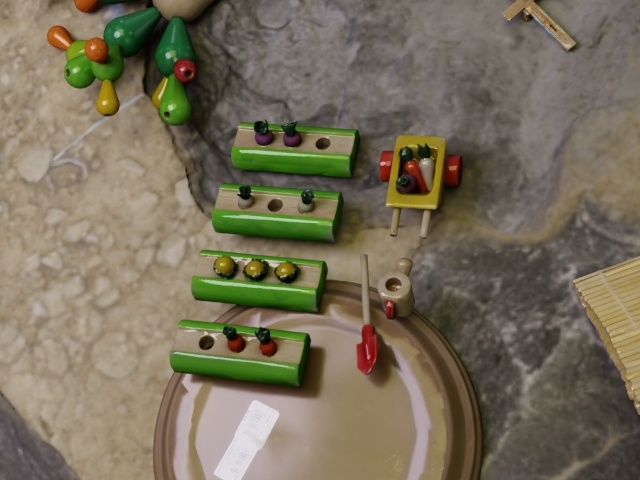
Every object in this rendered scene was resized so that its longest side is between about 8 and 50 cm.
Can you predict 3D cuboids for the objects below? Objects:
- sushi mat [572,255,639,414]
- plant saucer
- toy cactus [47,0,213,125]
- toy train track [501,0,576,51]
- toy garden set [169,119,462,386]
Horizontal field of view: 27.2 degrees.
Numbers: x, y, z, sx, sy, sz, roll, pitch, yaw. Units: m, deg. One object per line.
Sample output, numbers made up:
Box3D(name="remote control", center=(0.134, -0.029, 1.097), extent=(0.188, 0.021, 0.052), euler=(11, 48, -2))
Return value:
Box3D(name="sushi mat", center=(0.366, 0.027, 1.011), extent=(0.316, 0.019, 0.151), euler=(-21, 40, 5))
Box3D(name="plant saucer", center=(-0.008, 0.162, 1.073), extent=(0.278, 0.041, 0.278), euler=(-4, 72, 12))
Box3D(name="toy cactus", center=(-0.165, -0.208, 1.204), extent=(0.180, 0.112, 0.219), euler=(-38, 60, -12))
Box3D(name="toy train track", center=(0.191, -0.195, 1.158), extent=(0.048, 0.014, 0.083), euler=(-40, 74, -10))
Box3D(name="toy garden set", center=(0.000, 0.000, 1.086), extent=(0.204, 0.049, 0.244), euler=(5, 59, 14))
